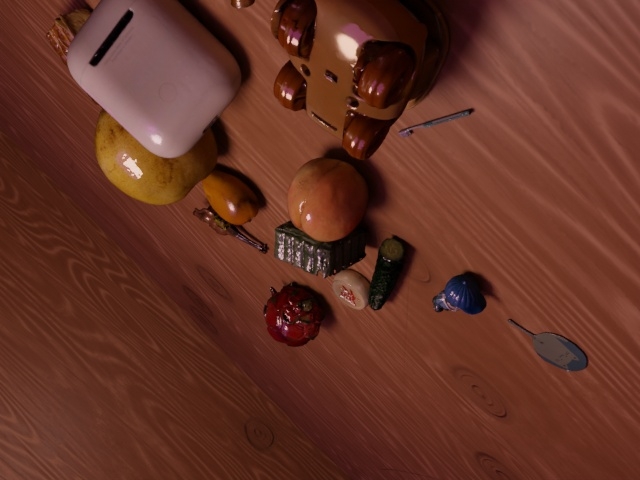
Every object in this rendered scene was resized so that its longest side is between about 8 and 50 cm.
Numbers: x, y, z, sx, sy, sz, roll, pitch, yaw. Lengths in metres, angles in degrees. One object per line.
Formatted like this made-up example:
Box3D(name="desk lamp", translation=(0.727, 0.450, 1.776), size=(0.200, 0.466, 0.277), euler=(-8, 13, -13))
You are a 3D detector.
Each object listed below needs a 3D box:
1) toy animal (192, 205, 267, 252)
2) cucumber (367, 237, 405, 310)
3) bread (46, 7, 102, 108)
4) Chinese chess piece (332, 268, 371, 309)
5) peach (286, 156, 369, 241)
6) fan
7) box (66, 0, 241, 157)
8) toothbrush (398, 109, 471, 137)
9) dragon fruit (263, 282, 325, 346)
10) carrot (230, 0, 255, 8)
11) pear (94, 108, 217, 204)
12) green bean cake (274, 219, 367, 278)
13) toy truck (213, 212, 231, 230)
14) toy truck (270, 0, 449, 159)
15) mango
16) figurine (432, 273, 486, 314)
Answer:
Box3D(name="toy animal", translation=(-0.294, -0.034, 1.760), size=(0.230, 0.066, 0.224), euler=(14, 156, 50))
Box3D(name="cucumber", translation=(0.158, 0.096, 1.334), size=(0.067, 0.067, 0.293), euler=(35, 152, 18))
Box3D(name="bread", translation=(-0.633, -0.500, 1.526), size=(0.185, 0.114, 0.274), euler=(1, 132, 54))
Box3D(name="Chinese chess piece", translation=(0.089, 0.136, 1.491), size=(0.122, 0.051, 0.122), euler=(33, 150, 22))
Box3D(name="peach", translation=(0.012, -0.085, 1.163), size=(0.184, 0.184, 0.184), euler=(32, 150, 21))
Box3D(name="fan", translation=(0.474, 0.218, 1.138), size=(0.175, 0.005, 0.113), euler=(34, 151, 19))
Box3D(name="box", translation=(-0.366, -0.377, 1.184), size=(0.349, 0.288, 0.141), euler=(44, -165, 0))
Box3D(name="toothbrush", translation=(0.195, -0.201, 0.934), size=(0.014, 0.011, 0.167), euler=(50, 152, -22))
Box3D(name="dragon fruit", translation=(-0.092, 0.248, 1.761), size=(0.192, 0.193, 0.274), euler=(22, 157, -15))
Box3D(name="carrot", translation=(-0.154, -0.494, 0.967), size=(0.048, 0.048, 0.139), euler=(26, 145, 31))
Box3D(name="pear", translation=(-0.430, -0.249, 1.402), size=(0.314, 0.314, 0.314), euler=(32, 150, 21))
Box3D(name="green bean cake", translation=(0.000, 0.000, 1.290), size=(0.181, 0.173, 0.094), euler=(23, 122, 37))
Box3D(name="toy truck", translation=(-0.292, -0.072, 1.679), size=(0.049, 0.083, 0.054), euler=(29, 150, 24))
Box3D(name="toy truck", translation=(0.058, -0.267, 0.817), size=(0.204, 0.211, 0.288), euler=(37, 155, 13))
Box3D(name="mango", translation=(-0.266, -0.131, 1.550), size=(0.219, 0.112, 0.145), euler=(42, 155, 31))
Box3D(name="figurine", translation=(0.300, 0.123, 1.182), size=(0.149, 0.086, 0.087), euler=(132, 133, -74))
